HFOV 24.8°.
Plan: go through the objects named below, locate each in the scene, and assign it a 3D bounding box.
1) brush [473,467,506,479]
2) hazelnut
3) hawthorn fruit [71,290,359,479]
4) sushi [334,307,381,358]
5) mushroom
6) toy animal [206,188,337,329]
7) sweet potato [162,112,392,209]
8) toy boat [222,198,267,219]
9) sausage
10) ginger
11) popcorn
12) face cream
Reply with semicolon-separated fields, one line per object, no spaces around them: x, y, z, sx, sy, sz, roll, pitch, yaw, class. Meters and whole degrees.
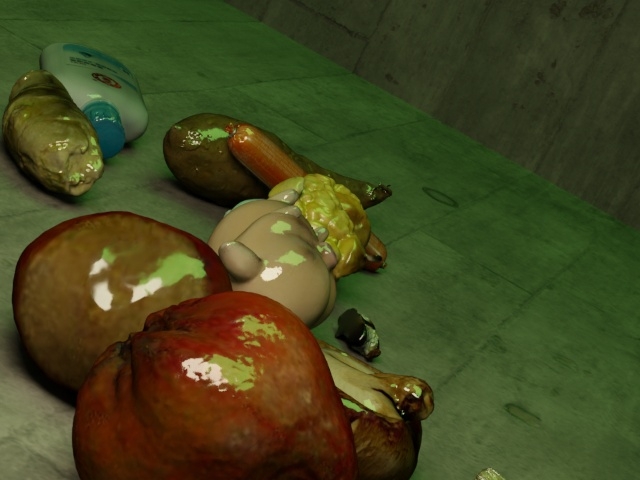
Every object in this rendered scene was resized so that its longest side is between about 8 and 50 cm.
0.241;0.303;1.578;0.170;0.014;0.043;35;20;24;brush
-0.188;0.070;1.371;0.210;0.210;0.186;22;40;-16;hazelnut
-0.069;0.170;1.188;0.261;0.224;0.224;46;15;-7;hawthorn fruit
0.050;0.122;1.815;0.046;0.044;0.083;43;10;-26;sushi
0.008;0.177;1.422;0.194;0.138;0.231;17;2;15;mushroom
-0.061;0.034;1.687;0.166;0.154;0.250;46;7;-14;toy animal
-0.074;-0.097;2.137;0.423;0.130;0.130;17;18;-43;sweet potato
-0.095;-0.028;2.014;0.066;0.059;0.140;2;3;26;toy boat
-0.016;-0.059;2.055;0.348;0.053;0.053;41;7;-32;sausage
-0.350;-0.142;1.868;0.116;0.109;0.263;-8;26;-15;ginger
-0.016;-0.010;1.941;0.163;0.140;0.194;32;23;-15;popcorn
-0.331;-0.203;2.131;0.163;0.080;0.336;21;17;-20;face cream
